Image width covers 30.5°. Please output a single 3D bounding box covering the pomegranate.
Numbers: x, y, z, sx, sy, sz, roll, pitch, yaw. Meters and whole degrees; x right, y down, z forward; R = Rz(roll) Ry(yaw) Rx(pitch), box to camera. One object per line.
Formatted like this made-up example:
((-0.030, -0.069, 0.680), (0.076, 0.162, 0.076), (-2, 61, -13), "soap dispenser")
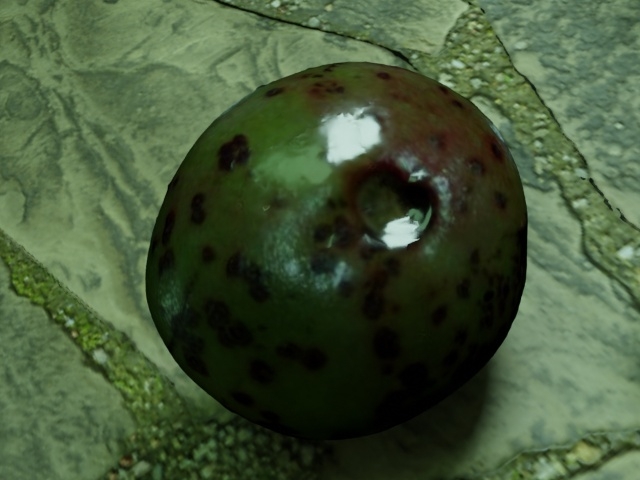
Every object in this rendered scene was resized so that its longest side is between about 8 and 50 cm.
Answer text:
((-0.013, 0.008, 0.767), (0.306, 0.242, 0.242), (-4, 43, 55), "pomegranate")
